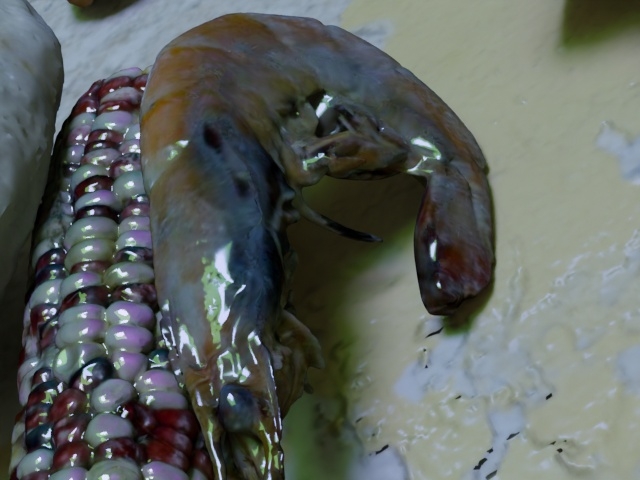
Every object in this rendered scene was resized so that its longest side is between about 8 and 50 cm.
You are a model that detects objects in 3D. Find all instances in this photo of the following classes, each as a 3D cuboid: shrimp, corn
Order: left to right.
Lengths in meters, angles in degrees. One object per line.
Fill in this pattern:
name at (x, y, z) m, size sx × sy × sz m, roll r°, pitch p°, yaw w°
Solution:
corn at (-0.072, 0.041, 0.599) m, size 0.092 × 0.092 × 0.280 m, roll -21°, pitch 44°, yaw 19°
shrimp at (0.000, -0.002, 0.574) m, size 0.144 × 0.052 × 0.251 m, roll 8°, pitch 52°, yaw -10°

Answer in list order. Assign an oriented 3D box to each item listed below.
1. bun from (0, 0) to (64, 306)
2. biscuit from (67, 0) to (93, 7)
bun at (-0.210, -0.011, 0.665) m, size 0.239 × 0.141 × 0.239 m, roll -52°, pitch 25°, yaw 37°
biscuit at (-0.110, -0.253, 0.899) m, size 0.165 × 0.036 × 0.250 m, roll -23°, pitch 47°, yaw 65°
